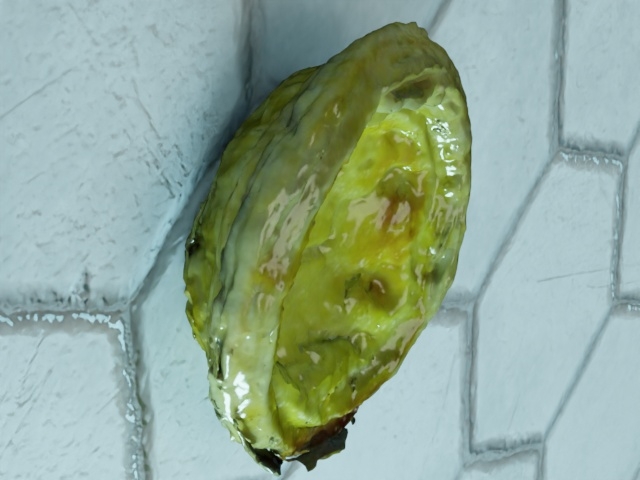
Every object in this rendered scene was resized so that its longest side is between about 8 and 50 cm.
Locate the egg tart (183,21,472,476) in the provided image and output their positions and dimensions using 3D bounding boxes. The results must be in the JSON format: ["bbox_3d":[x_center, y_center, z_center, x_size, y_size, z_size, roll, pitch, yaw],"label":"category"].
[{"bbox_3d":[0.000,0.000,1.130,0.279,0.095,0.279,-43,145,-40],"label":"egg tart"}]
